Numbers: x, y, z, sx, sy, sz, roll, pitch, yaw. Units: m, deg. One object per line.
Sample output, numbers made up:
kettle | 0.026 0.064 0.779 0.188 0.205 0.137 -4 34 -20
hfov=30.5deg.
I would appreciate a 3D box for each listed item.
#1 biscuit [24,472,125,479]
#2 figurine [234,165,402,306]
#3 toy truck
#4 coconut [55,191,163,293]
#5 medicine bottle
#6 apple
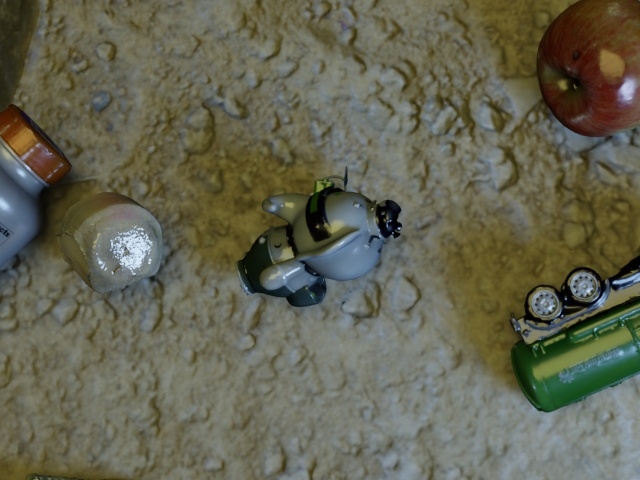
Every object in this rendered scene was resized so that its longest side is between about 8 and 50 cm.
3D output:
biscuit | -0.265 0.374 1.242 0.147 0.046 0.249 6 79 10
figurine | 0.000 0.000 1.243 0.192 0.147 0.126 -20 94 23
toy truck | 0.303 0.077 1.190 0.243 0.101 0.125 -26 80 5
coconut | -0.234 0.001 1.286 0.110 0.124 0.110 -5 102 -26
medicine bottle | -0.413 -0.021 1.294 0.289 0.157 0.157 -42 75 -2
apple | 0.299 -0.184 1.225 0.131 0.146 0.146 -26 73 -26
